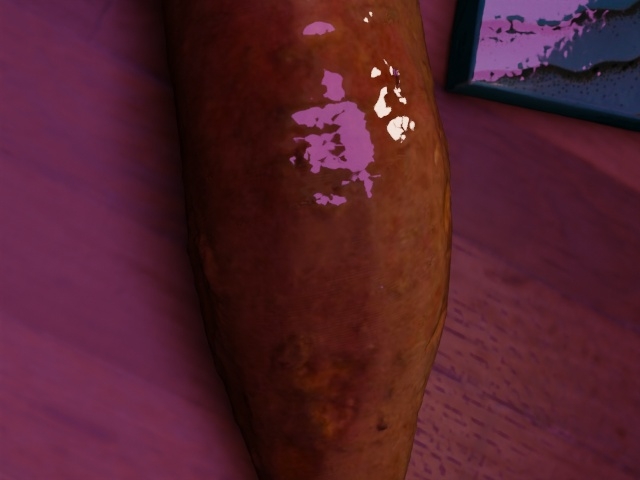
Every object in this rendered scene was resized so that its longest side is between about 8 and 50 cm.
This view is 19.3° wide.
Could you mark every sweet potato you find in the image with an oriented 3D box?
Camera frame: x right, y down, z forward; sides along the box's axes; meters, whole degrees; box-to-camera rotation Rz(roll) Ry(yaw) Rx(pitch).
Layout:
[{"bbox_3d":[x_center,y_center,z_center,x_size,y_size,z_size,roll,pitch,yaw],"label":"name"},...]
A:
[{"bbox_3d":[0.002,0.000,0.809,0.131,0.131,0.336,-9,91,-16],"label":"sweet potato"}]

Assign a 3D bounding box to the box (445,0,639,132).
[{"bbox_3d":[0.155,-0.167,0.903,0.161,0.042,0.226,11,85,-15],"label":"box"}]
